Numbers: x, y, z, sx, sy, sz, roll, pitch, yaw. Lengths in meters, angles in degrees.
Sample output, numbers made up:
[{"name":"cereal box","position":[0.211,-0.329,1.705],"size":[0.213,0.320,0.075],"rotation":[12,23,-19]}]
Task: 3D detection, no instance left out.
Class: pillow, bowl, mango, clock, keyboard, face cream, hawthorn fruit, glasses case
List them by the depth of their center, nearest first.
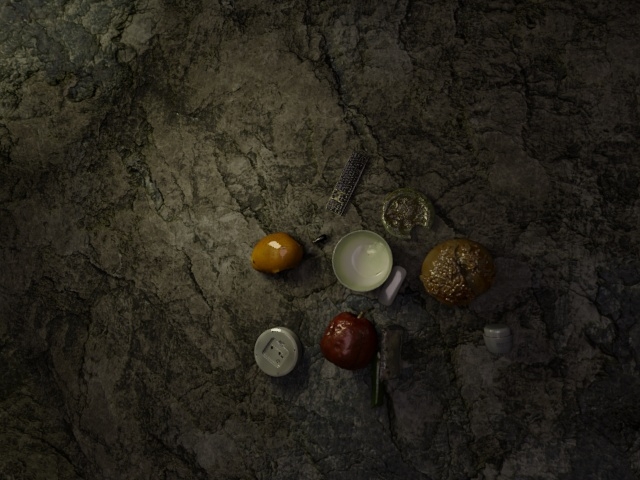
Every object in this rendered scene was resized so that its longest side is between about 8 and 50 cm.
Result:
[{"name":"face cream","position":[0.743,0.408,1.742],"size":[0.117,0.117,0.104],"rotation":[-7,92,16]},{"name":"pillow","position":[0.309,0.499,1.854],"size":[0.059,0.169,0.255],"rotation":[0,85,46]},{"name":"hawthorn fruit","position":[0.126,0.448,1.859],"size":[0.258,0.258,0.262],"rotation":[13,117,17]},{"name":"bowl","position":[0.201,0.095,1.913],"size":[0.276,0.145,0.277],"rotation":[-1,87,17]},{"name":"glasses case","position":[0.331,0.208,1.914],"size":[0.074,0.049,0.194],"rotation":[26,94,17]},{"name":"keyboard","position":[0.132,-0.279,2.027],"size":[0.106,0.027,0.317],"rotation":[26,92,17]},{"name":"clock","position":[-0.205,0.540,2.029],"size":[0.230,0.083,0.231],"rotation":[-1,84,14]},{"name":"mango","position":[-0.225,0.062,2.042],"size":[0.290,0.160,0.191],"rotation":[-20,86,23]}]

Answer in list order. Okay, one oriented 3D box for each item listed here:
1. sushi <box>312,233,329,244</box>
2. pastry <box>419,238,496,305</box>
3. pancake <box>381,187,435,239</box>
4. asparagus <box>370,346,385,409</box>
[{"name":"sushi","position":[0.000,0.000,2.031],"size":[0.083,0.046,0.044],"rotation":[-26,79,12]},{"name":"pastry","position":[0.584,0.133,1.776],"size":[0.315,0.184,0.285],"rotation":[-27,78,13]},{"name":"pancake","position":[0.400,-0.126,1.930],"size":[0.253,0.037,0.254],"rotation":[-1,86,16]},{"name":"asparagus","position":[0.261,0.630,1.893],"size":[0.067,0.060,0.278],"rotation":[0,86,6]}]
